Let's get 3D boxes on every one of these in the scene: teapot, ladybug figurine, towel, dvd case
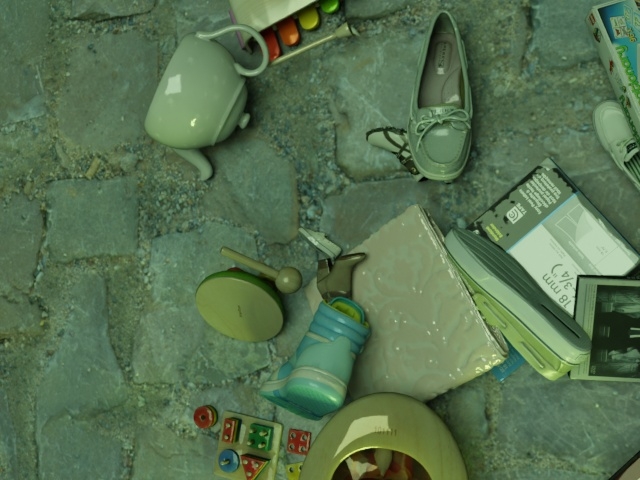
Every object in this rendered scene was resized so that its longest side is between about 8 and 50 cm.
[{"bbox_3d":[-0.228,-0.287,1.797,0.187,0.256,0.252,25,71,-8],"label":"teapot"},{"bbox_3d":[0.108,0.476,1.566,0.305,0.162,0.448,7,97,5],"label":"ladybug figurine"},{"bbox_3d":[0.143,0.144,1.627,0.332,0.053,0.316,-37,71,35],"label":"towel"},{"bbox_3d":[0.533,0.147,1.450,0.239,0.029,0.179,2,105,6],"label":"dvd case"}]

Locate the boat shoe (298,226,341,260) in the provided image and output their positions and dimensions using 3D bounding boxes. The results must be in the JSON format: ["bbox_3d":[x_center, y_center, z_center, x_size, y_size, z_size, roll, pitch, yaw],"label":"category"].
[{"bbox_3d":[0.000,0.000,1.759,0.100,0.035,0.035,36,72,26],"label":"boat shoe"}]

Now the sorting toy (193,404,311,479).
[{"bbox_3d":[-0.143,0.420,1.768,0.275,0.046,0.132,9,88,23],"label":"sorting toy"}]

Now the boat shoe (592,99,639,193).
[{"bbox_3d":[0.543,-0.152,1.515,0.083,0.076,0.226,-37,72,16],"label":"boat shoe"}]

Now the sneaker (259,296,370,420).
[{"bbox_3d":[-0.001,0.216,1.651,0.127,0.319,0.208,29,68,-12],"label":"sneaker"}]

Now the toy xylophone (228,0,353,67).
[{"bbox_3d":[-0.047,-0.475,1.797,0.323,0.081,0.236,-15,80,21],"label":"toy xylophone"}]

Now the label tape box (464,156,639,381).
[{"bbox_3d":[0.358,0.058,1.558,0.334,0.106,0.240,-43,70,14],"label":"label tape box"}]

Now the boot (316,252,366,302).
[{"bbox_3d":[0.043,0.072,1.646,0.119,0.042,0.086,-11,93,39],"label":"boot"}]

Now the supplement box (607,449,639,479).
[{"bbox_3d":[0.577,0.414,1.415,0.194,0.129,0.191,-47,70,12],"label":"supplement box"}]

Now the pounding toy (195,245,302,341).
[{"bbox_3d":[-0.137,0.087,1.758,0.183,0.110,0.236,26,135,-5],"label":"pounding toy"}]

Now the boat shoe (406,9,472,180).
[{"bbox_3d":[0.217,-0.261,1.606,0.118,0.103,0.320,3,67,11],"label":"boat shoe"}]

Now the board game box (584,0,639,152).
[{"bbox_3d":[0.590,-0.274,1.482,0.193,0.053,0.305,-17,77,-4],"label":"board game box"}]

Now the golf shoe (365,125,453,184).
[{"bbox_3d":[0.170,-0.160,1.676,0.198,0.077,0.093,14,91,25],"label":"golf shoe"}]

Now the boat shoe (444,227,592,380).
[{"bbox_3d":[0.305,0.105,1.462,0.302,0.109,0.094,47,122,20],"label":"boat shoe"}]
